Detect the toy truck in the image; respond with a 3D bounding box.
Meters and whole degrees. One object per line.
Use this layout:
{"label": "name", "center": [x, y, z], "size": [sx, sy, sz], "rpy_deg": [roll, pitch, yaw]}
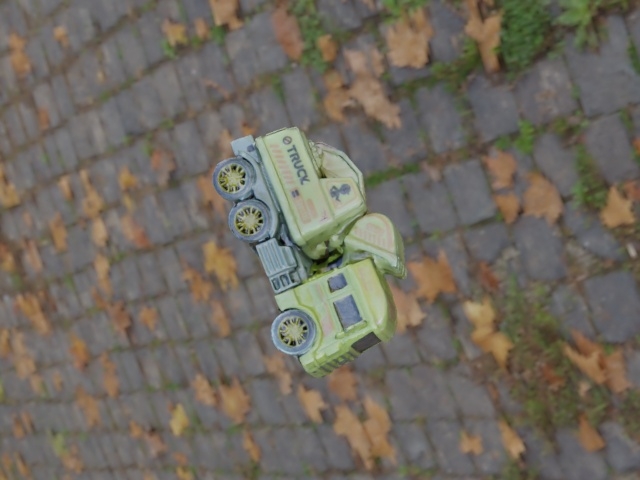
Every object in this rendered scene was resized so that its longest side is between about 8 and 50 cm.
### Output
{"label": "toy truck", "center": [0.000, 0.000, 1.012], "size": [0.085, 0.116, 0.191], "rpy_deg": [48, -161, -73]}
